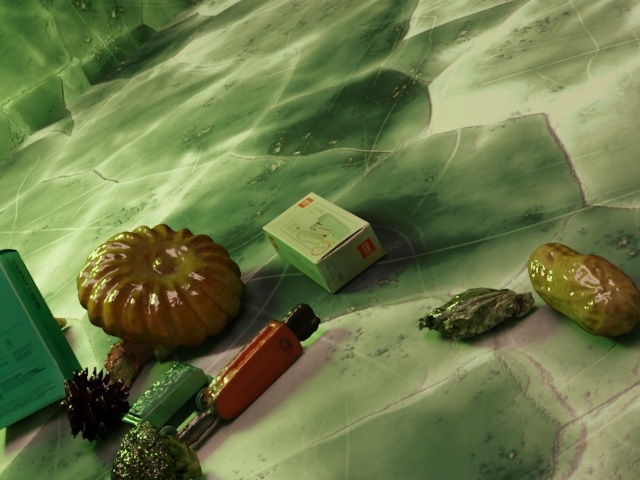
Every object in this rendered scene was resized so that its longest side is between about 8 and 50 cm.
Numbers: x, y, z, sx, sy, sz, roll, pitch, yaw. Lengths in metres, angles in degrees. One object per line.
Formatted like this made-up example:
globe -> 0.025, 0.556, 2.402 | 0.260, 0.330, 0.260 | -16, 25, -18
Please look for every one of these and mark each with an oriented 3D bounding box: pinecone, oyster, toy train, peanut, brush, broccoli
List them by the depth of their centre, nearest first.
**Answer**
peanut -> 0.371, 0.063, 1.457 | 0.095, 0.108, 0.226 | -26, 23, -10
oyster -> 0.231, 0.109, 1.578 | 0.125, 0.064, 0.177 | -32, 12, -38
broccoli -> -0.258, 0.350, 1.580 | 0.138, 0.145, 0.162 | -1, 24, -35
brush -> -0.125, 0.225, 1.725 | 0.323, 0.070, 0.051 | -43, 25, -22
toy train -> -0.250, 0.276, 1.729 | 0.070, 0.099, 0.172 | 7, 44, 50
pinecone -> -0.399, 0.291, 1.832 | 0.121, 0.140, 0.140 | -13, 24, -12

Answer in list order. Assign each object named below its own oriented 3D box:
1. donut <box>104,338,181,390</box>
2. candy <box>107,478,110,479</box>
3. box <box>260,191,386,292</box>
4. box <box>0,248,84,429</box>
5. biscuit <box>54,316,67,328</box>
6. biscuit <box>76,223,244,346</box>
donut -> -0.353, 0.211, 1.986 | 0.166, 0.065, 0.117 | -38, 28, -17
candy -> -0.328, 0.443, 1.579 | 0.078, 0.084, 0.287 | -28, 17, -1
box -> 0.000, 0.000, 1.973 | 0.135, 0.079, 0.269 | -36, 27, -12
box -> -0.623, 0.195, 2.008 | 0.205, 0.311, 0.118 | -28, 4, 5
biscuit -> -0.656, 0.199, 2.193 | 0.160, 0.030, 0.250 | -31, -13, 6
biscuit -> -0.304, 0.073, 1.980 | 0.326, 0.107, 0.325 | 4, 35, -3
